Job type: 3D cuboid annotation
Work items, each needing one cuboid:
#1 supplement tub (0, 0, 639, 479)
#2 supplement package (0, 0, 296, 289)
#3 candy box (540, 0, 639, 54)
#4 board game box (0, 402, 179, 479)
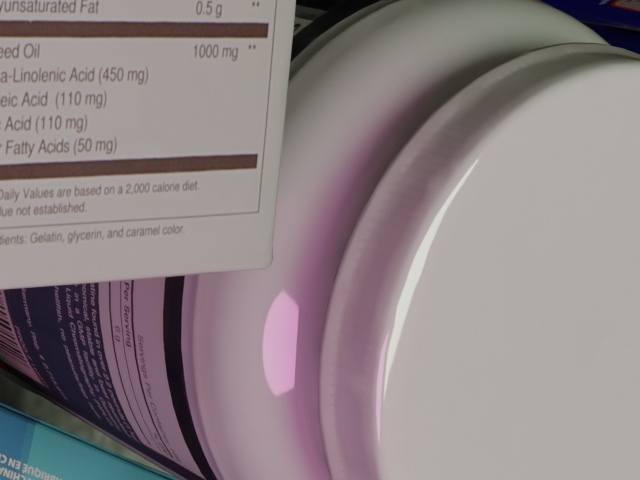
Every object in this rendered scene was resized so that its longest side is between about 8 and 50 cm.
[{"bbox_3d":[0.000,0.000,0.659,0.191,0.272,0.191,-12,111,-35],"label":"supplement tub"},{"bbox_3d":[-0.160,-0.085,0.516,0.204,0.262,0.145,-5,107,-37],"label":"supplement package"},{"bbox_3d":[0.246,-0.004,0.948,0.268,0.122,0.317,-27,120,-29],"label":"candy box"},{"bbox_3d":[-0.186,0.194,0.586,0.254,0.079,0.336,29,56,-32],"label":"board game box"}]
